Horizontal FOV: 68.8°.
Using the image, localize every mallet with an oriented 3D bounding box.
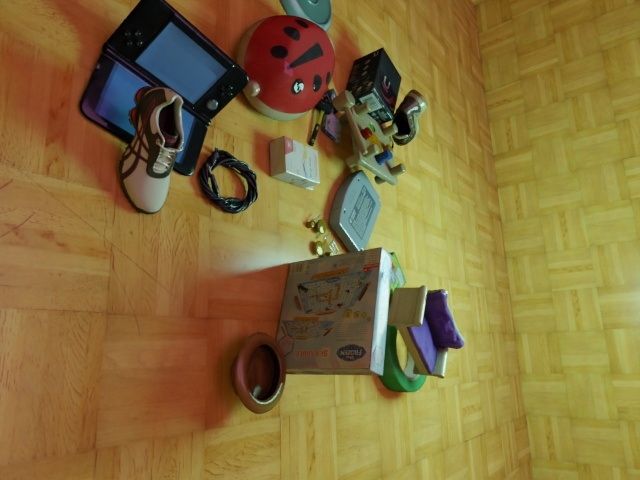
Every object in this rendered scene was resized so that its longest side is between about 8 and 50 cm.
[{"bbox_3d":[0.001,-0.398,1.600,0.062,0.039,0.190,19,67,-24],"label":"mallet"}]

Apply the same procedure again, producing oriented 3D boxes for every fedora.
[{"bbox_3d":[-0.164,0.325,1.148,0.194,0.079,0.194,31,51,-47],"label":"fedora"}]

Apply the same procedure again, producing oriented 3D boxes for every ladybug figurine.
[{"bbox_3d":[-0.084,-0.538,1.427,0.305,0.162,0.449,59,41,-25],"label":"ladybug figurine"}]

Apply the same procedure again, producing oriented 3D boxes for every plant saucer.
[{"bbox_3d":[-0.050,-0.887,1.671,0.317,0.043,0.318,19,66,-50],"label":"plant saucer"}]

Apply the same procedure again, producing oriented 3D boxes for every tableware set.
[{"bbox_3d":[0.000,0.000,1.507,0.104,0.024,0.154,-48,120,-44],"label":"tableware set"}]

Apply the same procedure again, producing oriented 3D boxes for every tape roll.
[{"bbox_3d":[0.309,0.402,1.757,0.321,0.077,0.321,20,64,-49],"label":"tape roll"}]

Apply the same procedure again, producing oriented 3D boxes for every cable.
[{"bbox_3d":[-0.231,-0.145,1.218,0.184,0.047,0.150,40,51,-41],"label":"cable"}]

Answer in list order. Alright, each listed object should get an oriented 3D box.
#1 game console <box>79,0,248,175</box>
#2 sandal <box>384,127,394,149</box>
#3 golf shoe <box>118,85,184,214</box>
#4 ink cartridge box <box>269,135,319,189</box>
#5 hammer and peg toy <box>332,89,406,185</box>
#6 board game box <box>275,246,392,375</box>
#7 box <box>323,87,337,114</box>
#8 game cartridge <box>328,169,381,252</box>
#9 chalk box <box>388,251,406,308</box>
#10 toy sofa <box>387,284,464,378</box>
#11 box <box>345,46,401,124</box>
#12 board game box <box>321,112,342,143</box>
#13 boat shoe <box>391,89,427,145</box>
[{"bbox_3d":[-0.331,-0.332,1.045,0.293,0.250,0.173,32,30,-45],"label":"game console"},{"bbox_3d":[0.283,-0.400,1.968,0.072,0.049,0.180,42,45,-39],"label":"sandal"},{"bbox_3d":[-0.348,-0.184,0.977,0.105,0.120,0.273,-4,105,-45],"label":"golf shoe"},{"bbox_3d":[-0.066,-0.234,1.445,0.198,0.067,0.115,11,71,-52],"label":"ink cartridge box"},{"bbox_3d":[0.157,-0.357,1.671,0.361,0.127,0.266,21,55,-47],"label":"hammer and peg toy"},{"bbox_3d":[0.028,0.193,1.241,0.066,0.318,0.318,36,54,-43],"label":"board game box"},{"bbox_3d":[0.043,-0.507,1.707,0.067,0.018,0.083,-45,116,-48],"label":"box"},{"bbox_3d":[0.127,-0.108,1.680,0.198,0.062,0.297,50,45,-27],"label":"game cartridge"},{"bbox_3d":[0.211,0.131,1.655,0.213,0.132,0.132,-49,120,-47],"label":"chalk box"},{"bbox_3d":[0.370,0.320,1.602,0.362,0.177,0.150,61,38,-40],"label":"toy sofa"},{"bbox_3d":[0.208,-0.597,1.848,0.165,0.143,0.270,44,48,-38],"label":"box"},{"bbox_3d":[0.042,-0.409,1.676,0.090,0.020,0.090,34,54,-43],"label":"board game box"},{"bbox_3d":[0.327,-0.460,1.870,0.123,0.342,0.123,41,78,6],"label":"boat shoe"}]
